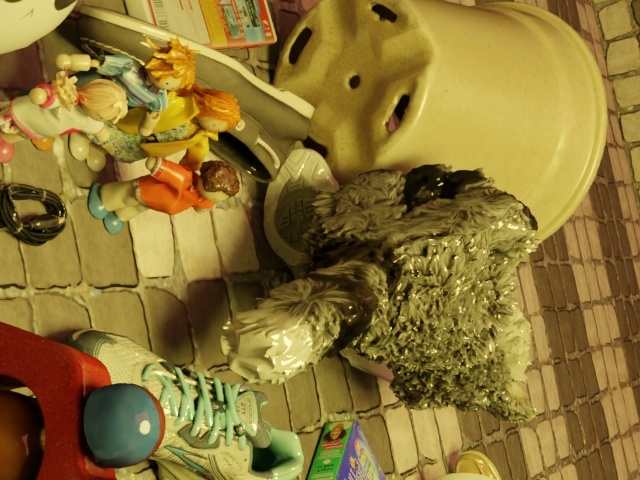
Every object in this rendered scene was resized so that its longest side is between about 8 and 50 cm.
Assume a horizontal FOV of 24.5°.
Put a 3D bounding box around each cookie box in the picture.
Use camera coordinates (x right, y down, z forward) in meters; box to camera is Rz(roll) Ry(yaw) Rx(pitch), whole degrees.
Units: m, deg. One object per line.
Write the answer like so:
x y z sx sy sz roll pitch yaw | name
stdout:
0.028 0.263 1.597 0.092 0.040 0.107 63 27 -27 | cookie box

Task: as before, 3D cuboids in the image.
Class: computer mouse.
-0.254 0.000 1.128 0.242 0.041 0.071 -39 112 -64 | computer mouse

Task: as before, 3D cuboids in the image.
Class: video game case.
-0.139 -0.298 1.554 0.285 0.025 0.204 -23 98 -65 | video game case

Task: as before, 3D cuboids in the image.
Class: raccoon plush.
0.055 0.116 1.497 0.446 0.216 0.299 -27 122 -36 | raccoon plush

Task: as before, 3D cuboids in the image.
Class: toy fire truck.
-0.198 0.188 0.887 0.169 0.254 0.302 34 48 -57 | toy fire truck

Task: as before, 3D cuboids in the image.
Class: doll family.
-0.162 -0.109 1.233 0.263 0.163 0.118 35 46 -55 | doll family

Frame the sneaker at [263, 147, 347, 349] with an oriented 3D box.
0.000 0.000 1.644 0.115 0.090 0.232 -61 141 -65 | sneaker

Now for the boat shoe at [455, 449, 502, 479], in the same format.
0.208 0.369 1.910 0.072 0.068 0.190 -22 98 -54 | boat shoe

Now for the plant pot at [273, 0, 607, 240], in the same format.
0.121 -0.159 1.738 0.305 0.334 0.333 13 65 -52 | plant pot

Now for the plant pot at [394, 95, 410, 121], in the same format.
0.221 -0.217 2.121 0.188 0.167 0.187 55 32 -41 | plant pot

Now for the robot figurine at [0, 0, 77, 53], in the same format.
-0.266 -0.274 1.080 0.173 0.209 0.278 136 -56 -76 | robot figurine

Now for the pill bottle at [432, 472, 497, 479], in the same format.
0.171 0.390 1.745 0.119 0.119 0.208 50 35 -45 | pill bottle

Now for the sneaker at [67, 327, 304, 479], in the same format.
-0.111 0.143 1.261 0.283 0.122 0.110 43 41 -50 | sneaker

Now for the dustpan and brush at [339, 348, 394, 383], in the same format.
0.064 0.074 1.774 0.147 0.060 0.211 29 57 -43 | dustpan and brush

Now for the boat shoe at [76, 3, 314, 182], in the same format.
-0.117 -0.132 1.412 0.335 0.112 0.095 20 90 -56 | boat shoe
